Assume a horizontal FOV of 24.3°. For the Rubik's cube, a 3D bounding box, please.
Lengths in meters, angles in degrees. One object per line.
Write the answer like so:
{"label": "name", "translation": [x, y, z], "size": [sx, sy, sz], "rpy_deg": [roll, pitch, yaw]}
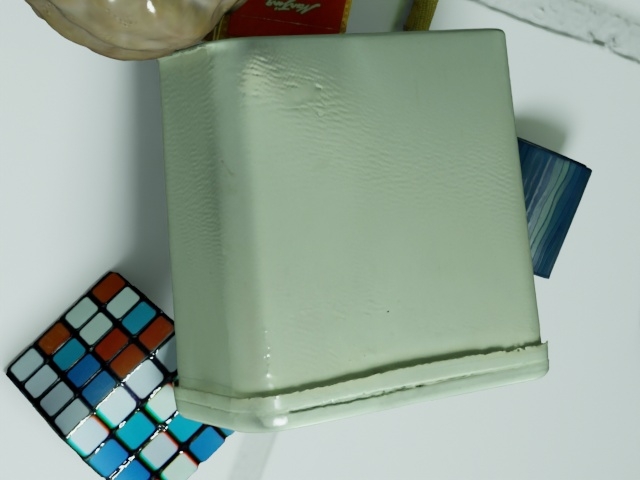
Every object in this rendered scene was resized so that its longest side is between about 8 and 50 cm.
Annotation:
{"label": "Rubik's cube", "translation": [-0.192, 0.153, 1.493], "size": [0.155, 0.154, 0.151], "rpy_deg": [-43, 127, -10]}

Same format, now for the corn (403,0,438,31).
{"label": "corn", "translation": [0.110, -0.249, 1.600], "size": [0.028, 0.027, 0.083], "rpy_deg": [11, 101, -43]}

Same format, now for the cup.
{"label": "cup", "translation": [0.239, -0.043, 1.737], "size": [0.113, 0.150, 0.138], "rpy_deg": [23, 96, -3]}

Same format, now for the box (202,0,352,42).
{"label": "box", "translation": [-0.032, -0.305, 1.460], "size": [0.153, 0.074, 0.240], "rpy_deg": [1, 108, -38]}

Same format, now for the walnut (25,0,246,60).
{"label": "walnut", "translation": [-0.166, -0.291, 1.274], "size": [0.273, 0.227, 0.273], "rpy_deg": [-3, 100, -19]}

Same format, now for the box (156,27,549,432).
{"label": "box", "translation": [0.027, -0.019, 1.412], "size": [0.352, 0.177, 0.344], "rpy_deg": [-7, 92, -31]}
